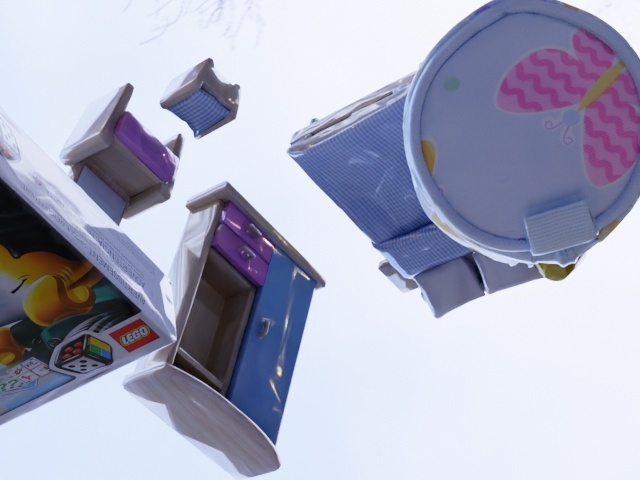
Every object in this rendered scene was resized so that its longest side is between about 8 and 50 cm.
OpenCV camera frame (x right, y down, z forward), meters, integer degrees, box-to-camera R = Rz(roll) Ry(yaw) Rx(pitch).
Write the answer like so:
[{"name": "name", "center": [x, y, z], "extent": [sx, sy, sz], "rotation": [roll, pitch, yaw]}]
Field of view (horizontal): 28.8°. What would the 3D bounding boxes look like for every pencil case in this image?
[{"name": "pencil case", "center": [0.102, -0.047, 0.666], "extent": [0.113, 0.273, 0.124], "rotation": [0, -92, 5]}]

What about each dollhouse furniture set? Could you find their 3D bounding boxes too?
[{"name": "dollhouse furniture set", "center": [0.000, 0.000, 0.905], "extent": [0.286, 0.303, 0.198], "rotation": [45, -141, -31]}]

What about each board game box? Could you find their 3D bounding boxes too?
[{"name": "board game box", "center": [-0.254, 0.048, 0.643], "extent": [0.305, 0.053, 0.193], "rotation": [-27, -45, 13]}]
